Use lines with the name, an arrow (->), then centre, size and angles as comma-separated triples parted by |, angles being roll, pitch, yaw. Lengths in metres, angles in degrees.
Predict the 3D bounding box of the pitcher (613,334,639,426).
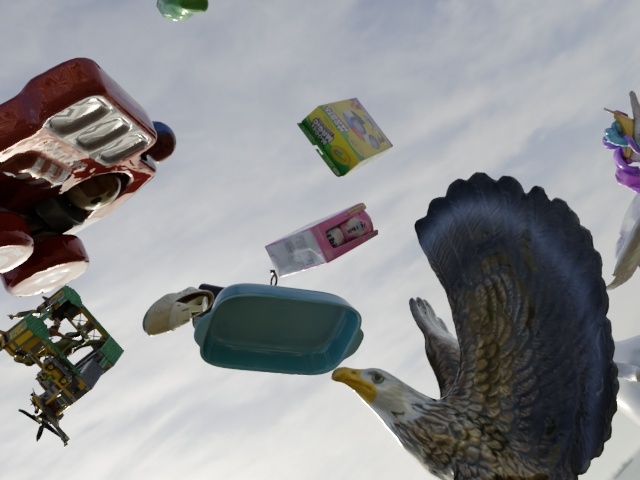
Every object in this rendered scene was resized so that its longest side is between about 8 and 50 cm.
pitcher -> 0.361, 0.154, 0.728 | 0.178, 0.207, 0.125 | 13, -97, -22

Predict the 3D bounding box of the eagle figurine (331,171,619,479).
eagle figurine -> 0.117, 0.124, 0.482 | 0.225, 0.226, 0.298 | 49, -133, -22

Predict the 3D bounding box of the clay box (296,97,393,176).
clay box -> 0.050, -0.197, 1.221 | 0.053, 0.127, 0.222 | -38, -1, 28

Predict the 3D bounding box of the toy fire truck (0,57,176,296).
toy fire truck -> -0.290, -0.072, 0.714 | 0.254, 0.169, 0.302 | -27, -11, 2

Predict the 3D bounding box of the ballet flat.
ballet flat -> -0.215, 0.105, 1.011 | 0.168, 0.052, 0.057 | -43, -47, -70

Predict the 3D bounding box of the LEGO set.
LEGO set -> -0.576, 0.256, 1.357 | 0.192, 0.331, 0.255 | -38, -72, 3

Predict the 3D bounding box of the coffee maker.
coffee maker -> -0.206, 0.157, 1.589 | 0.120, 0.178, 0.171 | 73, -149, -43

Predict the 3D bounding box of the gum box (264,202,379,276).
gum box -> 0.000, 0.000, 1.060 | 0.107, 0.062, 0.188 | -28, 4, -29

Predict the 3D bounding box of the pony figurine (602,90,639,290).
pony figurine -> 0.661, -0.066, 1.167 | 0.303, 0.363, 0.351 | -30, -47, -62

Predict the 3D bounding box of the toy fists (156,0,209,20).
toy fists -> -0.205, -0.507, 1.088 | 0.096, 0.142, 0.279 | 14, -93, -18

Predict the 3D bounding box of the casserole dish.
casserole dish -> -0.044, 0.094, 0.708 | 0.188, 0.037, 0.114 | 9, -55, -21
